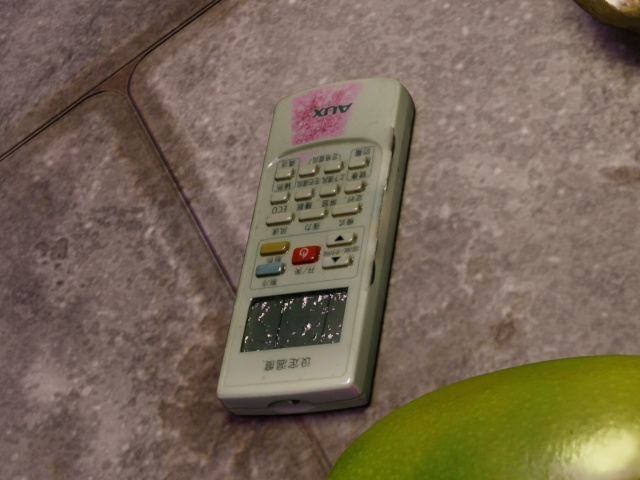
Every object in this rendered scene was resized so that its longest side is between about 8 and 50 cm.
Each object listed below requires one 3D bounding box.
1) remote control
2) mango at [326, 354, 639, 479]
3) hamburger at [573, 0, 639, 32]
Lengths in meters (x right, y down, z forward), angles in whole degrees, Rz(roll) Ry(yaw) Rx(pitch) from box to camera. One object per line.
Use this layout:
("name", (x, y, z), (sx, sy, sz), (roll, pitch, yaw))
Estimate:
("remote control", (0.000, 0.000, 1.576), (0.145, 0.050, 0.344), (-8, 55, 27))
("mango", (0.154, 0.185, 1.279), (0.343, 0.156, 0.192), (-11, 43, 29))
("hamburger", (0.350, -0.299, 1.524), (0.285, 0.134, 0.265), (-29, 50, 19))
